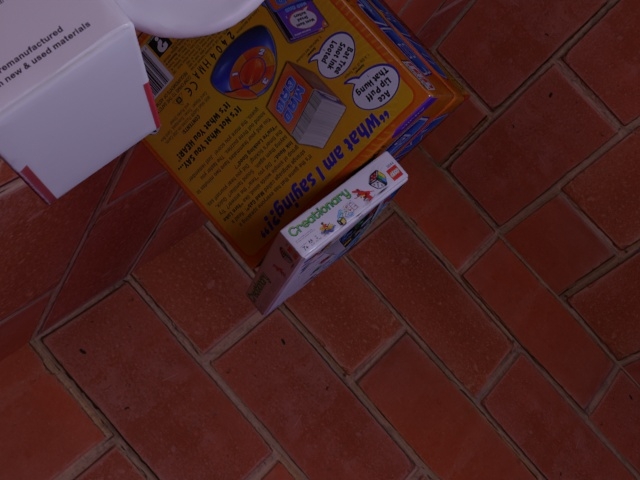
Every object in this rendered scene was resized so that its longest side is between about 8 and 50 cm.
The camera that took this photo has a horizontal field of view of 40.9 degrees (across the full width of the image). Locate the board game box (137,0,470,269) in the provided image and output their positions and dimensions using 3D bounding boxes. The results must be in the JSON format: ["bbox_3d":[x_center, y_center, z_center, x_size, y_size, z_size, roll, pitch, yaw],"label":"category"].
[{"bbox_3d":[-0.039,-0.229,1.331,0.356,0.356,0.356,-43,175,19],"label":"board game box"}]

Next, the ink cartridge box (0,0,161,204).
[{"bbox_3d":[-0.242,-0.180,0.589,0.114,0.273,0.197,-37,175,-11],"label":"ink cartridge box"}]

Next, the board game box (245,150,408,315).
[{"bbox_3d":[0.000,0.000,1.242,0.193,0.053,0.305,-38,173,-23],"label":"board game box"}]

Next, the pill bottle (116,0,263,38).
[{"bbox_3d":[-0.127,-0.280,0.717,0.169,0.169,0.301,-42,-154,8],"label":"pill bottle"}]
